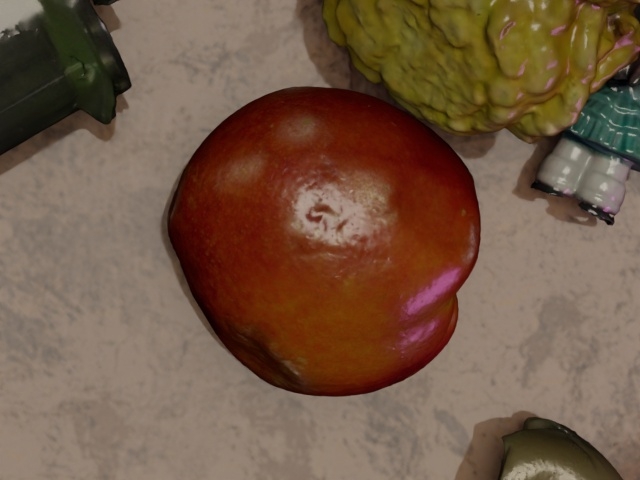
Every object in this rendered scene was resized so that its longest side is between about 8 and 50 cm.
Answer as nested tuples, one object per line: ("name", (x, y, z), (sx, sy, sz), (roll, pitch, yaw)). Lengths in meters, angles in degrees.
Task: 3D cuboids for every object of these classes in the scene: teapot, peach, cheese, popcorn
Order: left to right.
("teapot", (-0.321, -0.146, 1.466), (0.337, 0.200, 0.270), (-30, 78, -7))
("peach", (0.000, 0.000, 1.489), (0.244, 0.199, 0.243), (0, 101, -1))
("popcorn", (0.129, -0.179, 1.480), (0.174, 0.286, 0.225), (-42, 133, -39))
("cheese", (0.174, 0.244, 1.560), (0.175, 0.091, 0.202), (13, 86, -5))

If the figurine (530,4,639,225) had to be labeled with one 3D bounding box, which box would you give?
("figurine", (0.245, -0.142, 1.567), (0.138, 0.110, 0.245), (26, 93, 13))
